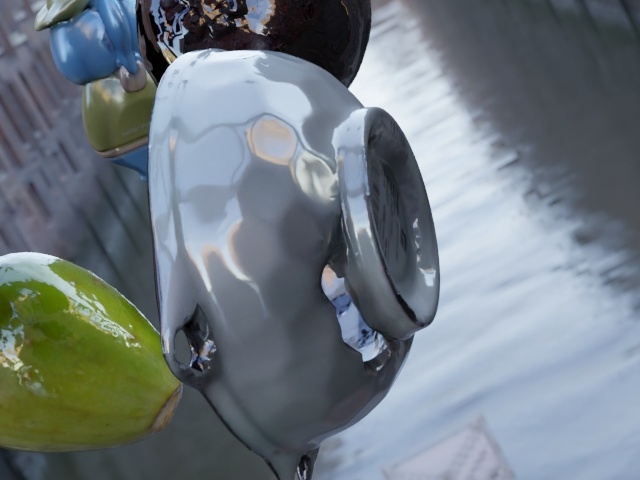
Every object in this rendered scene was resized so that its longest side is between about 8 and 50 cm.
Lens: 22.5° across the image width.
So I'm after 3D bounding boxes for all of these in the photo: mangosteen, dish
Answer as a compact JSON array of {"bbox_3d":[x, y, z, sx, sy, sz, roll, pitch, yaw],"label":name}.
[{"bbox_3d":[-0.051,-0.208,1.513,0.228,0.228,0.265,-24,-6,21],"label":"mangosteen"},{"bbox_3d":[0.000,0.000,1.037,0.120,0.303,0.303,-13,16,19],"label":"dish"}]

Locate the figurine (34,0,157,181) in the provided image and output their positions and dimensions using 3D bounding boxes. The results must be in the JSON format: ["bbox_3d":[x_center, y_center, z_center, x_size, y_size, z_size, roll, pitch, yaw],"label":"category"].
[{"bbox_3d":[-0.240,-0.207,1.862,0.154,0.262,0.180,-10,29,6],"label":"figurine"}]

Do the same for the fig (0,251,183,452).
[{"bbox_3d":[-0.337,0.158,2.065,0.258,0.326,0.258,-159,90,-86],"label":"fig"}]
